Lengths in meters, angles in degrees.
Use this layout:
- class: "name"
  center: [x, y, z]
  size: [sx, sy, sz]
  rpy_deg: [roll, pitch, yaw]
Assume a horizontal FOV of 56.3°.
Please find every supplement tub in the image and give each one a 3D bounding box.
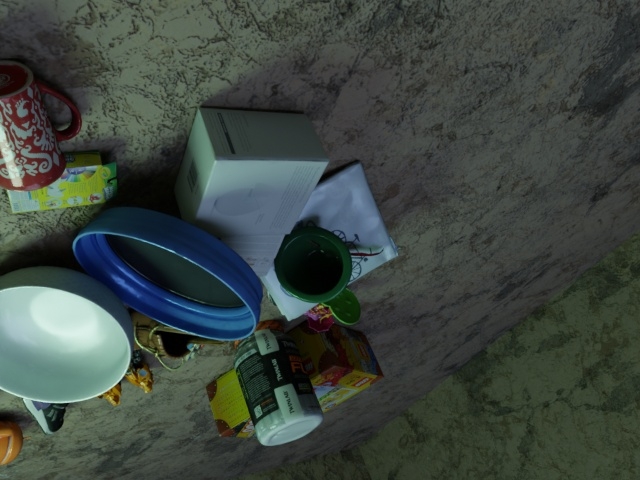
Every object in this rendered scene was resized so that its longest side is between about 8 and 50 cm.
- class: "supplement tub"
  center: [-0.140, 0.429, 1.826]
  size: [0.207, 0.337, 0.207]
  rpy_deg: [-18, 149, -11]

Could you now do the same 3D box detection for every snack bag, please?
- class: "snack bag"
  center: [0.000, 0.000, 1.428]
  size: [0.343, 0.037, 0.323]
  rpy_deg: [-31, 126, -5]

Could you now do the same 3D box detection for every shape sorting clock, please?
- class: "shape sorting clock"
  center: [-0.295, 0.238, 1.607]
  size: [0.206, 0.040, 0.206]
  rpy_deg: [-52, -177, 4]

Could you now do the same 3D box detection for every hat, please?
- class: "hat"
  center: [0.012, 0.057, 1.428]
  size: [0.172, 0.209, 0.183]
  rpy_deg: [-67, 169, 6]

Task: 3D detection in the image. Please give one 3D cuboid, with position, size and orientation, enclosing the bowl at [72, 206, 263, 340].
- class: "bowl"
  center: [-0.296, 0.073, 1.205]
  size: [0.392, 0.077, 0.391]
  rpy_deg: [16, 149, 10]

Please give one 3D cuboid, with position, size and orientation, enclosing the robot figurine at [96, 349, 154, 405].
- class: "robot figurine"
  center: [-0.579, 0.367, 1.668]
  size: [0.211, 0.085, 0.291]
  rpy_deg: [-22, 150, -6]

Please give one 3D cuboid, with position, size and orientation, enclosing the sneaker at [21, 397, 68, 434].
- class: "sneaker"
  center: [-0.740, 0.457, 1.684]
  size: [0.124, 0.107, 0.283]
  rpy_deg: [-20, 150, -20]

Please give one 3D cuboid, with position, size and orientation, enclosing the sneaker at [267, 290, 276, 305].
- class: "sneaker"
  center: [-0.092, 0.138, 1.661]
  size: [0.072, 0.077, 0.178]
  rpy_deg: [-4, 145, -29]

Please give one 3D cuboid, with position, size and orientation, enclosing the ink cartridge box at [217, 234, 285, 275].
- class: "ink cartridge box"
  center: [-0.161, 0.003, 1.319]
  size: [0.146, 0.045, 0.179]
  rpy_deg: [4, 135, -26]

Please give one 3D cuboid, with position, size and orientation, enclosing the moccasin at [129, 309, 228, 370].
- class: "moccasin"
  center: [-0.364, 0.234, 1.475]
  size: [0.380, 0.146, 0.139]
  rpy_deg: [-11, 150, 27]

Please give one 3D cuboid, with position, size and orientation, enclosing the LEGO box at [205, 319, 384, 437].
- class: "LEGO box"
  center: [-0.089, 0.504, 2.127]
  size: [0.500, 0.193, 0.373]
  rpy_deg: [-35, 148, 18]

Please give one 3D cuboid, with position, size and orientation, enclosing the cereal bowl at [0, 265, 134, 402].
- class: "cereal bowl"
  center: [-0.566, 0.184, 1.278]
  size: [0.339, 0.141, 0.338]
  rpy_deg: [-3, 125, -4]

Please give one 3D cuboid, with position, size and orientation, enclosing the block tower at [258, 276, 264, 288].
- class: "block tower"
  center: [-0.132, 0.061, 1.498]
  size: [0.336, 0.097, 0.091]
  rpy_deg: [-7, 146, -24]

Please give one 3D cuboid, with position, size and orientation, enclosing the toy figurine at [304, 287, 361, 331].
- class: "toy figurine"
  center: [0.009, 0.221, 1.853]
  size: [0.173, 0.130, 0.159]
  rpy_deg: [27, 135, -28]

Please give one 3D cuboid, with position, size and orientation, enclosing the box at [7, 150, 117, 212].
- class: "box"
  center: [-0.453, -0.105, 1.054]
  size: [0.179, 0.043, 0.105]
  rpy_deg: [-7, 146, -23]

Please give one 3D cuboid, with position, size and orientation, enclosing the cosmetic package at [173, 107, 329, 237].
- class: "cosmetic package"
  center: [-0.139, -0.124, 1.151]
  size: [0.225, 0.138, 0.224]
  rpy_deg: [-2, 144, -30]

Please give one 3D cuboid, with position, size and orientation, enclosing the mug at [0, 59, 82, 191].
- class: "mug"
  center: [-0.451, -0.184, 0.899]
  size: [0.113, 0.150, 0.169]
  rpy_deg: [15, 141, 5]

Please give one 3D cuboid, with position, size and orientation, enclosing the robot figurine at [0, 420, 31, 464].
- class: "robot figurine"
  center: [-0.950, 0.576, 1.695]
  size: [0.220, 0.128, 0.158]
  rpy_deg: [16, 97, -48]
